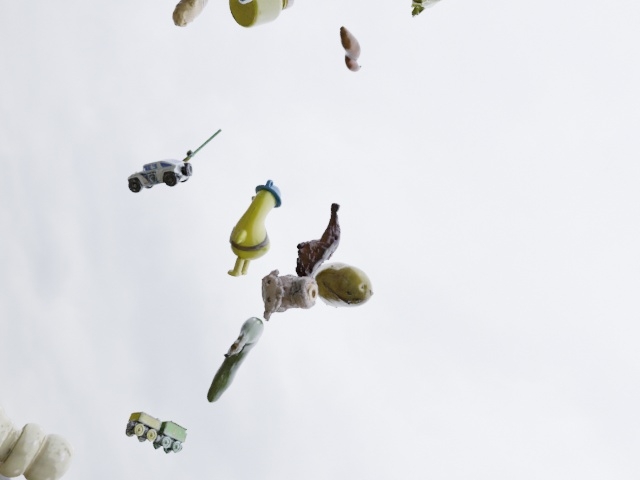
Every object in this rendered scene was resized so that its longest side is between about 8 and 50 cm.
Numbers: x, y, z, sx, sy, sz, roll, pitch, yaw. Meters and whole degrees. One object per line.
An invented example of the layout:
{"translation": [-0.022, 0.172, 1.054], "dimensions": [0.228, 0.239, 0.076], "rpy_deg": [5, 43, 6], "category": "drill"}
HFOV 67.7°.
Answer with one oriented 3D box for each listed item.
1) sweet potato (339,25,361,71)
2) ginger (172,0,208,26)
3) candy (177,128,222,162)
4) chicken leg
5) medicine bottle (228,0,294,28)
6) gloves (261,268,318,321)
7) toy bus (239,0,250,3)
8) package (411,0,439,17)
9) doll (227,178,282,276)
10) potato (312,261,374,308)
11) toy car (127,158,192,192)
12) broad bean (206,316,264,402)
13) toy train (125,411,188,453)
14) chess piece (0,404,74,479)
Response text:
{"translation": [0.098, -0.599, 1.505], "dimensions": [0.058, 0.202, 0.055], "rpy_deg": [41, -97, 24], "category": "sweet potato"}
{"translation": [-0.271, -0.539, 1.040], "dimensions": [0.089, 0.075, 0.288], "rpy_deg": [-47, -148, 35], "category": "ginger"}
{"translation": [-0.454, -0.300, 1.692], "dimensions": [0.288, 0.078, 0.084], "rpy_deg": [-35, -80, 14], "category": "candy"}
{"translation": [0.004, 0.006, 1.175], "dimensions": [0.093, 0.205, 0.053], "rpy_deg": [44, -21, -16], "category": "chicken leg"}
{"translation": [-0.172, -0.742, 1.487], "dimensions": [0.122, 0.212, 0.121], "rpy_deg": [23, -48, 29], "category": "medicine bottle"}
{"translation": [-0.078, 0.118, 1.096], "dimensions": [0.144, 0.094, 0.110], "rpy_deg": [-21, -122, 19], "category": "gloves"}
{"translation": [-0.019, -0.300, 0.460], "dimensions": [0.092, 0.160, 0.079], "rpy_deg": [-115, -174, -79], "category": "toy bus"}
{"translation": [0.256, -0.572, 0.964], "dimensions": [0.226, 0.090, 0.168], "rpy_deg": [-63, -171, 12], "category": "package"}
{"translation": [-0.232, -0.042, 1.673], "dimensions": [0.145, 0.199, 0.362], "rpy_deg": [22, -81, 11], "category": "doll"}
{"translation": [0.060, 0.149, 1.616], "dimensions": [0.173, 0.140, 0.300], "rpy_deg": [42, -19, -18], "category": "potato"}
{"translation": [-0.412, -0.171, 1.233], "dimensions": [0.171, 0.080, 0.070], "rpy_deg": [-9, -76, 13], "category": "toy car"}
{"translation": [-0.177, 0.239, 0.998], "dimensions": [0.049, 0.144, 0.292], "rpy_deg": [34, -41, 4], "category": "broad bean"}
{"translation": [-0.472, 0.552, 1.379], "dimensions": [0.060, 0.202, 0.081], "rpy_deg": [-17, -136, 29], "category": "toy train"}
{"translation": [-0.782, 0.525, 1.209], "dimensions": [0.167, 0.300, 0.167], "rpy_deg": [-44, -156, 25], "category": "chess piece"}
